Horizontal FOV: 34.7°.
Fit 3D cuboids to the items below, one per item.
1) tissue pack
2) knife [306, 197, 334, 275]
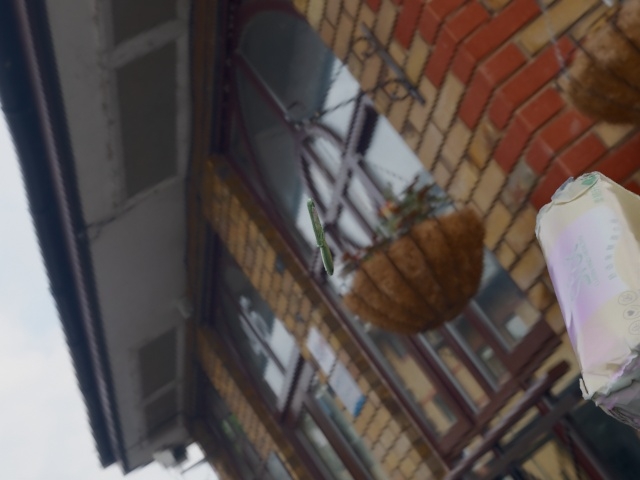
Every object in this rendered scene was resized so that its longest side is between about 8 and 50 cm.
[{"bbox_3d":[0.303,0.075,0.886,0.123,0.215,0.256,-48,20,24],"label":"tissue pack"},{"bbox_3d":[0.000,0.000,1.501,0.014,0.030,0.207,1,-33,12],"label":"knife"}]
